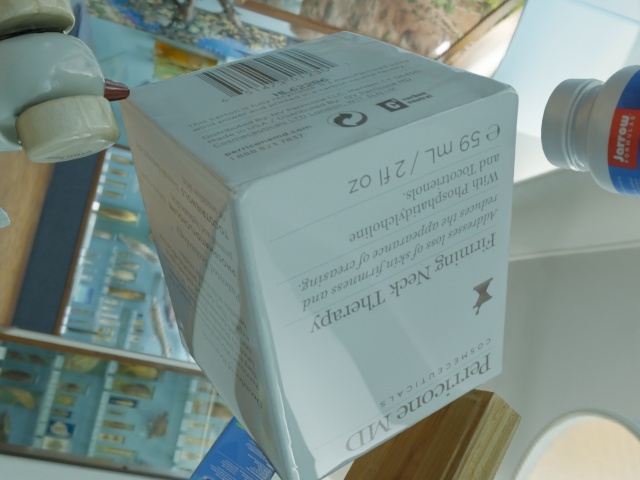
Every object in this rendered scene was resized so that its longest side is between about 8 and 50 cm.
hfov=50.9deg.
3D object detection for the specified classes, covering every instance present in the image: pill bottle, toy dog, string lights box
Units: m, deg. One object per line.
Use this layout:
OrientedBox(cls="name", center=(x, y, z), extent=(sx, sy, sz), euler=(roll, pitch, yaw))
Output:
OrientedBox(cls="pill bottle", center=(0.322, -0.095, 0.609), extent=(0.222, 0.124, 0.124), euler=(17, -86, 46))
OrientedBox(cls="toy dog", center=(-0.322, -0.122, 0.652), extent=(0.161, 0.334, 0.220), euler=(-3, 95, -72))
OrientedBox(cls="string lights box", center=(-0.164, 0.449, 1.327), extent=(0.259, 0.133, 0.076), euler=(-52, 178, -40))

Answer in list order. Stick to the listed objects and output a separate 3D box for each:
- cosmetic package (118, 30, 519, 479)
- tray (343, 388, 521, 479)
OrientedBox(cls="cosmetic package", center=(0.000, 0.000, 0.817), extent=(0.327, 0.330, 0.393), euler=(38, -37, 48))
OrientedBox(cls="tray", center=(0.094, 0.384, 0.912), extent=(0.203, 0.076, 0.410), euler=(-8, -136, 58))
